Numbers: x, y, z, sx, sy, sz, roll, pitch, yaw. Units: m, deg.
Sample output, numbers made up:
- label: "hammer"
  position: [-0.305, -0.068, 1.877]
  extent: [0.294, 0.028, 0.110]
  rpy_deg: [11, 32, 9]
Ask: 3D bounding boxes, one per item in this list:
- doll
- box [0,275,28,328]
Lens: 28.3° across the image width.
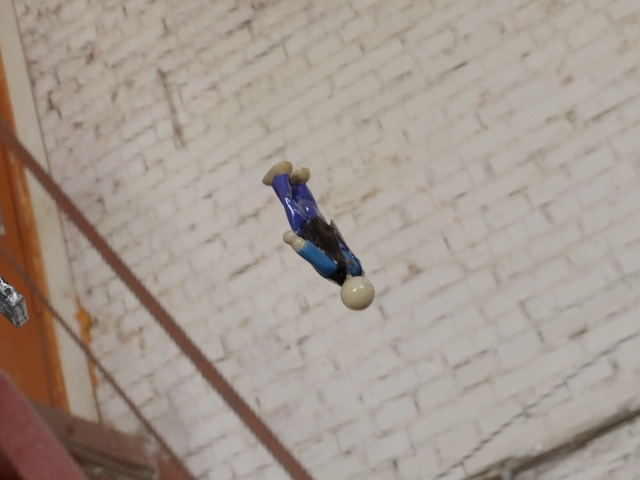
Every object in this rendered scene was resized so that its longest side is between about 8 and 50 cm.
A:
- label: "doll"
  position: [0.000, 0.000, 1.374]
  extent: [0.046, 0.189, 0.129]
  rpy_deg: [-41, -27, 20]
- label: "box"
  position: [-0.382, 0.066, 1.522]
  extent: [0.018, 0.067, 0.083]
  rpy_deg: [-45, -9, -22]
